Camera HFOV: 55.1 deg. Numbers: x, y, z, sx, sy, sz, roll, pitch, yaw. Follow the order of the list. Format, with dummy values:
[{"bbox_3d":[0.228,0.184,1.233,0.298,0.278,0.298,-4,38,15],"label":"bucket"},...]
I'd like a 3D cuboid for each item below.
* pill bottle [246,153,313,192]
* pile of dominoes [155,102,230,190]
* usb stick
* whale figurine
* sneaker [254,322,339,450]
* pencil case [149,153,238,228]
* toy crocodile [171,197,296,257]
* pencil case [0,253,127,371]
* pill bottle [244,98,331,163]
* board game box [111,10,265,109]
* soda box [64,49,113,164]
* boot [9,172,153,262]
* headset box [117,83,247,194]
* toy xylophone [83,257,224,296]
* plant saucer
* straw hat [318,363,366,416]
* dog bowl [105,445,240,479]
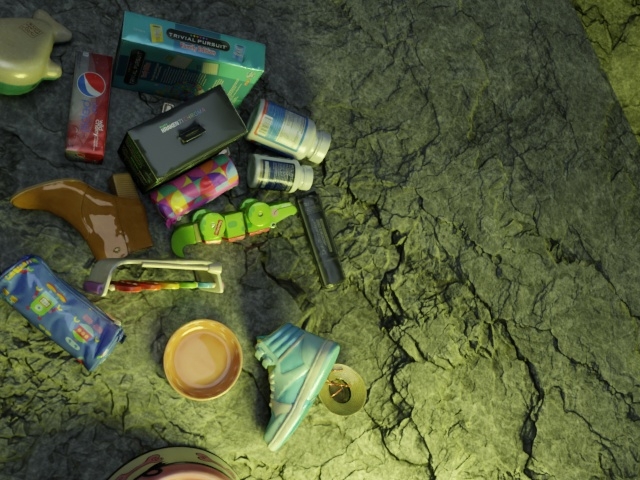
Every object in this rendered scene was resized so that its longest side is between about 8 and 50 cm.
[{"bbox_3d":[-0.110,-0.181,1.686,0.169,0.094,0.094,5,77,-23],"label":"pill bottle"},{"bbox_3d":[-0.340,-0.241,1.642,0.196,0.040,0.251,9,84,-23],"label":"pile of dominoes"},{"bbox_3d":[0.000,0.000,1.726,0.077,0.045,0.278,-17,87,-19],"label":"usb stick"},{"bbox_3d":[-0.720,-0.451,1.469,0.216,0.141,0.272,37,43,-13],"label":"whale figurine"},{"bbox_3d":[-0.108,0.358,1.577,0.208,0.127,0.319,29,89,12],"label":"sneaker"},{"bbox_3d":[-0.318,-0.127,1.570,0.236,0.104,0.104,-36,95,-20],"label":"pencil case"},{"bbox_3d":[-0.225,-0.042,1.598,0.340,0.115,0.105,-15,105,-24],"label":"toy crocodile"},{"bbox_3d":[-0.584,0.160,1.390,0.306,0.119,0.133,43,91,-11],"label":"pencil case"},{"bbox_3d":[-0.089,-0.295,1.703,0.221,0.124,0.124,21,72,-20],"label":"pill bottle"},{"bbox_3d":[-0.339,-0.442,1.549,0.336,0.254,0.079,7,76,-23],"label":"board game box"},{"bbox_3d":[-0.571,-0.327,1.517,0.092,0.083,0.263,6,78,-22],"label":"soda box"},{"bbox_3d":[-0.556,-0.039,1.454,0.295,0.104,0.211,-13,85,-30],"label":"boot"},{"bbox_3d":[-0.335,-0.238,1.468,0.246,0.283,0.131,-33,100,-22],"label":"headset box"},{"bbox_3d":[-0.371,0.084,1.425,0.322,0.236,0.081,2,90,-32],"label":"toy xylophone"},{"bbox_3d":[-0.296,0.298,1.538,0.200,0.037,0.200,5,77,-24],"label":"plant saucer"},{"bbox_3d":[0.049,0.409,1.655,0.144,0.061,0.144,8,60,-14],"label":"straw hat"},{"bbox_3d":[-0.327,0.684,1.383,0.408,0.150,0.408,5,78,-22],"label":"dog bowl"}]
